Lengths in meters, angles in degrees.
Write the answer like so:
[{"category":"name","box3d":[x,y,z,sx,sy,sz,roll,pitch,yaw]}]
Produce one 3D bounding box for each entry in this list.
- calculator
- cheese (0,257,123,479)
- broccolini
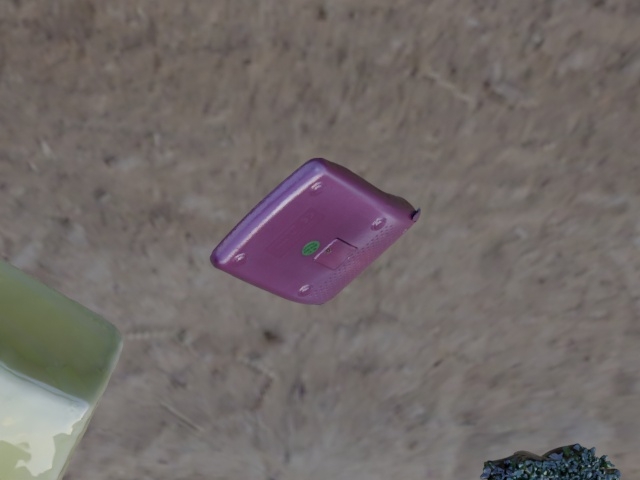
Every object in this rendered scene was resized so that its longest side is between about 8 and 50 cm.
[{"category":"calculator","box3d":[0.000,0.000,1.342,0.126,0.190,0.034,-42,63,14]},{"category":"cheese","box3d":[-0.307,0.133,1.247,0.242,0.124,0.265,27,120,-4]},{"category":"broccolini","box3d":[0.104,0.146,0.943,0.071,0.254,0.057,42,74,1]}]
